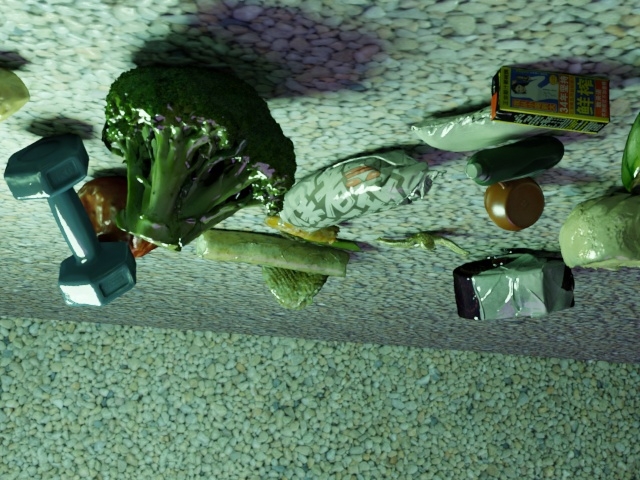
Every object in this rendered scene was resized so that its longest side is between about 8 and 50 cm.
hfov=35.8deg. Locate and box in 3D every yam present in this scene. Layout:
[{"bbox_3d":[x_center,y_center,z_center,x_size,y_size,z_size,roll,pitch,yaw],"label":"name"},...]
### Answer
[{"bbox_3d":[-0.113,0.028,2.381,0.372,0.083,0.083,7,165,-9],"label":"yam"}]

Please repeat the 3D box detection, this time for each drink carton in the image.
[{"bbox_3d":[0.333,-0.204,1.442,0.166,0.071,0.056,6,162,-6],"label":"drink carton"}]

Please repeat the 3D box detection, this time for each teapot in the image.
[{"bbox_3d":[0.353,-0.079,1.868,0.173,0.116,0.116,43,146,-26],"label":"teapot"}]

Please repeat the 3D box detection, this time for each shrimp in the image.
[{"bbox_3d":[-0.040,-0.032,2.240,0.188,0.051,0.132,16,180,-23],"label":"shrimp"}]

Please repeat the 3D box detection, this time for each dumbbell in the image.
[{"bbox_3d":[-0.454,-0.032,1.822,0.156,0.143,0.316,-3,123,26],"label":"dumbbell"}]

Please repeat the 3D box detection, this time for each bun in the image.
[{"bbox_3d":[0.594,-0.018,1.928,0.259,0.152,0.259,-2,177,0],"label":"bun"}]

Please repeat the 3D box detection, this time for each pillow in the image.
[{"bbox_3d":[0.267,-0.181,1.578,0.229,0.050,0.128,-9,162,41],"label":"pillow"}]

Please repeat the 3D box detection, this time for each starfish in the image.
[{"bbox_3d":[0.238,0.007,2.296,0.224,0.050,0.217,11,174,15],"label":"starfish"}]

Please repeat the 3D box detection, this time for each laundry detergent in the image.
[{"bbox_3d":[0.306,-0.128,1.606,0.137,0.063,0.211,-13,-179,38],"label":"laundry detergent"}]

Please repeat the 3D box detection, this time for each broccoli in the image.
[{"bbox_3d":[-0.184,-0.121,1.472,0.321,0.283,0.304,26,171,-12],"label":"broccoli"}]

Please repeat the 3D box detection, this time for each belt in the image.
[{"bbox_3d":[0.464,0.100,2.394,0.289,0.164,0.184,-4,-170,24],"label":"belt"}]

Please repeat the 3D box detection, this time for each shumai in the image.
[{"bbox_3d":[-0.074,0.104,2.473,0.184,0.184,0.142,5,149,-5],"label":"shumai"}]

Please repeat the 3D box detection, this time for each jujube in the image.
[{"bbox_3d":[-0.400,-0.046,2.043,0.190,0.190,0.255,-2,-179,18],"label":"jujube"}]

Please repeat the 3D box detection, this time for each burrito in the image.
[{"bbox_3d":[0.066,-0.095,1.856,0.139,0.101,0.445,19,161,-31],"label":"burrito"}]

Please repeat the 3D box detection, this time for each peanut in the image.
[{"bbox_3d":[-0.560,-0.228,1.502,0.229,0.098,0.103,5,-168,-16],"label":"peanut"}]

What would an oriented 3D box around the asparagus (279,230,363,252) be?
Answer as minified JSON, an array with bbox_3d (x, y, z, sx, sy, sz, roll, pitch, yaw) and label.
[{"bbox_3d":[0.000,0.001,2.363,0.236,0.027,0.034,11,165,-28],"label":"asparagus"}]

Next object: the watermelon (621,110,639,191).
[{"bbox_3d":[0.569,-0.160,1.344,0.331,0.189,0.331,-8,156,-4],"label":"watermelon"}]
